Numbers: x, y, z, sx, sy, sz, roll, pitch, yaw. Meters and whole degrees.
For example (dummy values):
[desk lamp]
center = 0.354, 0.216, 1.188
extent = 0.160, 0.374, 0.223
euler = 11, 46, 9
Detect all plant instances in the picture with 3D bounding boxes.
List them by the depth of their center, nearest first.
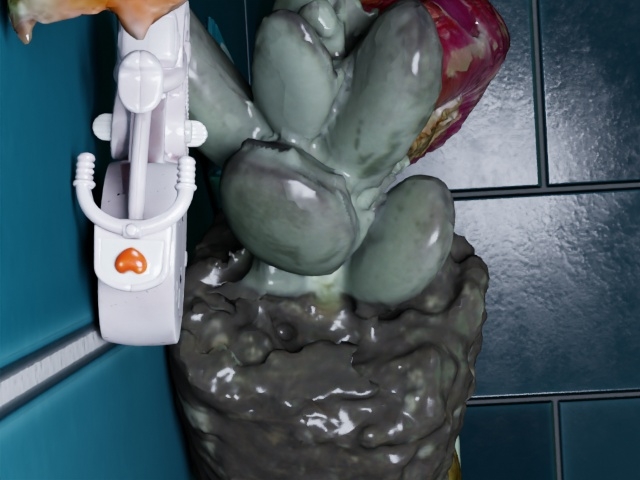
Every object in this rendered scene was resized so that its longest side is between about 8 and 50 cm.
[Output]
[plant]
center = 0.002, 0.001, 0.873
extent = 0.149, 0.146, 0.275
euler = -85, 172, -53

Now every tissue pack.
[tissue pack]
center = -0.052, -0.057, 1.107
extent = 0.138, 0.027, 0.085
euler = 89, -1, -67

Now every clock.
[clock]
center = -0.061, -0.029, 0.687
extent = 0.087, 0.041, 0.129
euler = 91, 1, -78

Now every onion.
[onion]
center = 0.031, -0.130, 1.514
extent = 0.163, 0.230, 0.230
euler = 50, -8, 15

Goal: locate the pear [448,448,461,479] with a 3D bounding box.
[pear]
center = 0.018, 0.162, 1.150
extent = 0.167, 0.136, 0.167
euler = 1, 90, -84

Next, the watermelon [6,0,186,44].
[watermelon]
center = -0.025, -0.241, 0.524
extent = 0.302, 0.151, 0.264
euler = 84, 3, -45

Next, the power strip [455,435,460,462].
[power strip]
center = 0.028, 0.149, 1.361
extent = 0.140, 0.139, 0.224
euler = 76, 12, -74
